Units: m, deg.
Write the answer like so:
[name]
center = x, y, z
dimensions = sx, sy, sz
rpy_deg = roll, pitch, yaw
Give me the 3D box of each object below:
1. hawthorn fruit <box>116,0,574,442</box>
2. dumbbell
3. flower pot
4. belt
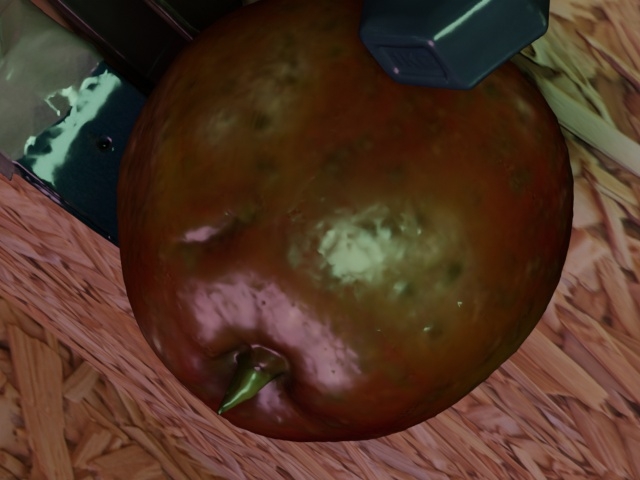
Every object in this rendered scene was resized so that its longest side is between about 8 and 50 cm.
[hawthorn fruit]
center = 0.000, 0.000, 1.635
dimensions = 0.402, 0.403, 0.403
rpy_deg = 29, 161, 11
[dumbbell]
center = 0.039, -0.251, 1.389
dimensions = 0.143, 0.156, 0.316
rpy_deg = -19, 132, 29
[flower pot]
center = -0.171, -0.241, 1.843
dimensions = 0.251, 0.084, 0.179
rpy_deg = 41, 159, -25
[belt]
center = -0.225, -0.096, 2.072
dimensions = 0.436, 0.173, 0.300
rpy_deg = 35, 179, -40
